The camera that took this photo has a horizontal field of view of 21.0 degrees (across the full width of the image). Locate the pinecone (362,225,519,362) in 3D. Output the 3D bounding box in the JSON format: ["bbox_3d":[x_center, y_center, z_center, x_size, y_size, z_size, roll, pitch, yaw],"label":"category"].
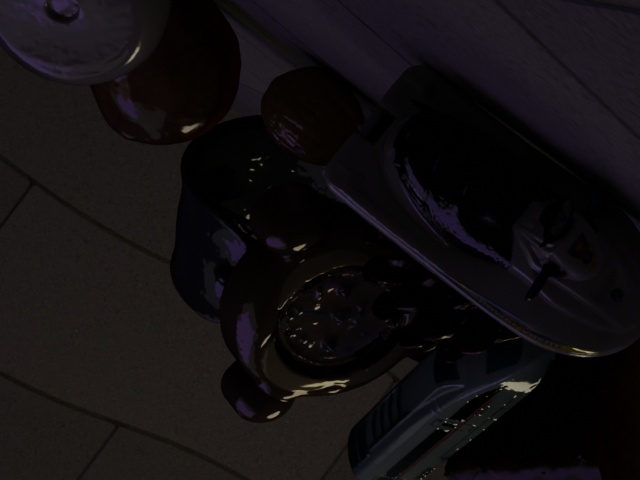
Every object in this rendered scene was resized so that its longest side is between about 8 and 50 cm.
[{"bbox_3d":[0.128,0.004,1.567,0.207,0.208,0.208,37,179,1],"label":"pinecone"}]

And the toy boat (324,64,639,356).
[{"bbox_3d":[0.140,-0.022,1.330,0.269,0.141,0.141,34,178,18],"label":"toy boat"}]

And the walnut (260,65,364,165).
[{"bbox_3d":[-0.006,-0.133,1.886,0.124,0.105,0.105,46,179,-1],"label":"walnut"}]

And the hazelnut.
[{"bbox_3d":[-0.178,-0.215,1.988,0.176,0.214,0.214,-4,165,16],"label":"hazelnut"}]

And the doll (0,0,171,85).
[{"bbox_3d":[-0.240,-0.282,1.748,0.221,0.221,0.251,36,156,46],"label":"doll"}]

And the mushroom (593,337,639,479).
[{"bbox_3d":[0.344,0.180,1.475,0.283,0.195,0.263,8,117,64],"label":"mushroom"}]

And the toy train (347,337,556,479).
[{"bbox_3d":[0.135,0.168,1.883,0.088,0.086,0.407,12,152,-16],"label":"toy train"}]

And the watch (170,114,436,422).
[{"bbox_3d":[0.000,0.000,2.018,0.335,0.314,0.327,-2,-143,-17],"label":"watch"}]

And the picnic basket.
[{"bbox_3d":[0.332,0.246,2.022,0.291,0.254,0.321,-7,146,38],"label":"picnic basket"}]
